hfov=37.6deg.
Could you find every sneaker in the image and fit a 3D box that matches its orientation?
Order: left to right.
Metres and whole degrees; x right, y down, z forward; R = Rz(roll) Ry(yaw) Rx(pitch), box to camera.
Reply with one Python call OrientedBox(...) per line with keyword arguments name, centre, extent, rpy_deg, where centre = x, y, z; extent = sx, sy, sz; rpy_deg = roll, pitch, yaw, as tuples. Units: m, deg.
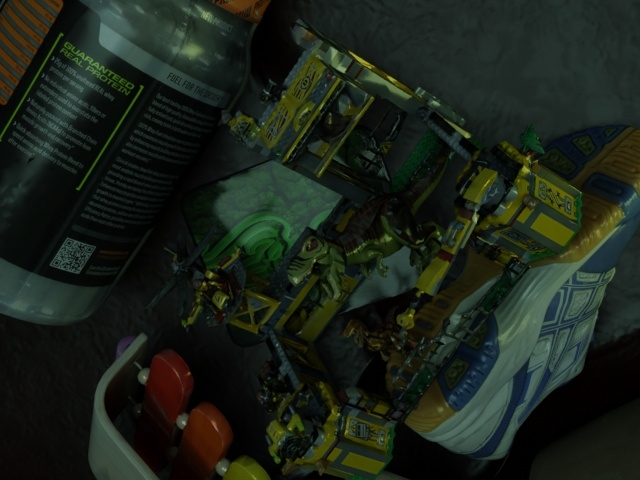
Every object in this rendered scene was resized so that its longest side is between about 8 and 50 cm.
OrientedBox(name="sneaker", centre=(0.177, 0.043, 0.762), extent=(0.296, 0.112, 0.131), rpy_deg=(-50, 128, -1))

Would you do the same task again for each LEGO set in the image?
OrientedBox(name="LEGO set", centre=(0.000, 0.000, 0.687), extent=(0.192, 0.255, 0.331), rpy_deg=(25, 117, -34))

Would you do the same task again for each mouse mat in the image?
OrientedBox(name="mouse mat", centre=(-0.018, -0.001, 0.832), extent=(0.189, 0.007, 0.153), rpy_deg=(-20, 93, 14))

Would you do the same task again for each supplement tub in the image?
OrientedBox(name="supplement tub", centre=(-0.186, -0.106, 0.755), extent=(0.193, 0.193, 0.316), rpy_deg=(37, 103, 4))

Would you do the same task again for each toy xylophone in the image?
OrientedBox(name="toy xylophone", centre=(-0.096, 0.238, 0.790), extent=(0.323, 0.081, 0.236), rpy_deg=(50, 146, 9))

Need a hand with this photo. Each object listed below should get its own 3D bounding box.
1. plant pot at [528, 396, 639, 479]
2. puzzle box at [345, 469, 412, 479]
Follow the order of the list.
OrientedBox(name="plant pot", centre=(0.286, 0.204, 0.695), extent=(0.229, 0.263, 0.263), rpy_deg=(-19, 94, 29))
OrientedBox(name="puzzle box", centre=(0.201, 0.329, 0.671), extent=(0.409, 0.052, 0.272), rpy_deg=(14, 129, 35))
